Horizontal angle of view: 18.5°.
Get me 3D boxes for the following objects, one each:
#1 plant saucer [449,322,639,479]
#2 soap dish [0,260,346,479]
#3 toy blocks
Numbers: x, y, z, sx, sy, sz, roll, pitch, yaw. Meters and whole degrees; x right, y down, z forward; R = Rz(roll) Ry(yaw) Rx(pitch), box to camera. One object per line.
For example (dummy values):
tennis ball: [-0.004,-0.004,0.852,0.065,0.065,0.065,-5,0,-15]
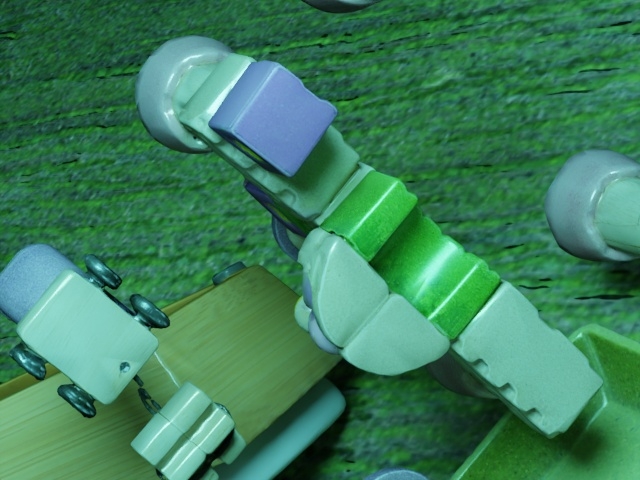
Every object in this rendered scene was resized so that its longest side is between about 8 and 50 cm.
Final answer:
plant saucer: [0.151,0.150,1.040,0.188,0.045,0.188,-48,35,-12]
soap dish: [-0.144,0.126,1.209,0.291,0.118,0.229,-26,3,23]
toy blocks: [0.000,0.000,1.093,0.309,0.288,0.260,-50,21,-7]
